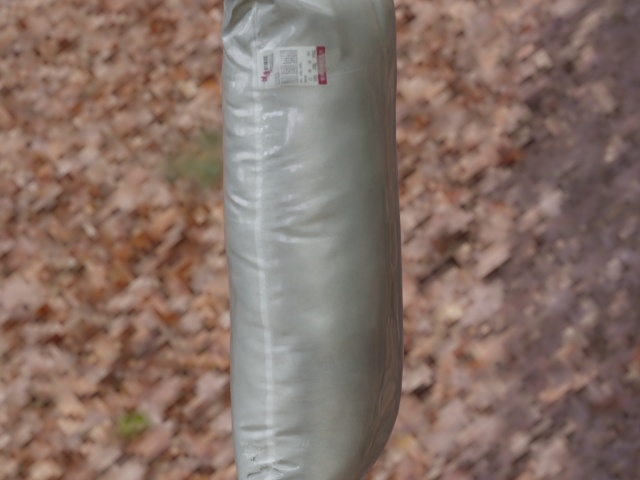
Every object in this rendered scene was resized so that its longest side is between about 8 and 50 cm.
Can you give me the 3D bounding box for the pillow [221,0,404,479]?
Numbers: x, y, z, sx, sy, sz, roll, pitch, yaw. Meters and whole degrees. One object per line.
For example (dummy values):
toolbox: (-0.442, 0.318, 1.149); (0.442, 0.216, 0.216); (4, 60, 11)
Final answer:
pillow: (0.000, 0.001, 0.849); (0.078, 0.254, 0.144); (0, 9, 14)
